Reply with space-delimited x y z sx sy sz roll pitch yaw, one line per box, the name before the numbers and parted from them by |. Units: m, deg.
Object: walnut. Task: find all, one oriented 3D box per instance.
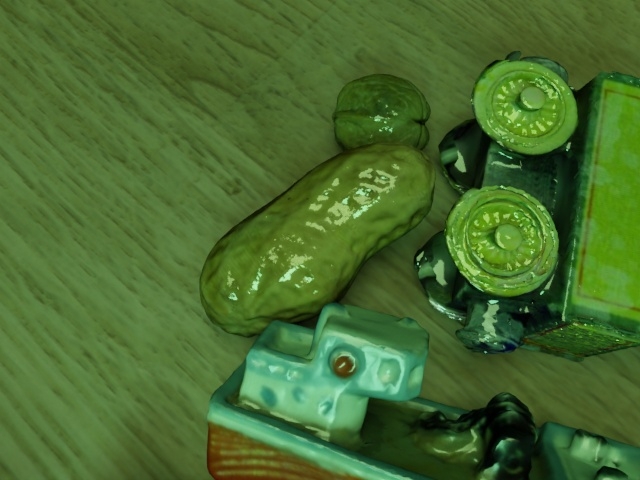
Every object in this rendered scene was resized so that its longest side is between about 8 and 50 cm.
walnut | 0.055 -0.108 0.596 0.092 0.092 0.092 -1 72 3

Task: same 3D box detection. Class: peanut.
peanut | 0.000 0.000 0.544 0.226 0.095 0.108 -38 44 -1

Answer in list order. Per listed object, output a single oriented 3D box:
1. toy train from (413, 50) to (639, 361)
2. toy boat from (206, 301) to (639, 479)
toy train | 0.183 -0.027 0.536 0.177 0.134 0.261 14 74 -1
toy boat | 0.093 0.136 0.465 0.332 0.145 0.133 16 100 8
